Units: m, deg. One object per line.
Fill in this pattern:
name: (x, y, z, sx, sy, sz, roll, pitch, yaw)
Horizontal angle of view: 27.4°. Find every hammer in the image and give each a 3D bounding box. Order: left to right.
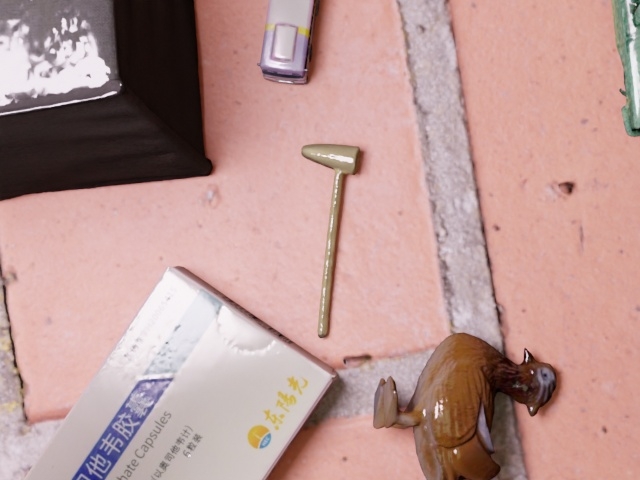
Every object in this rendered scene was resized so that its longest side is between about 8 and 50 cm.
hammer: (0.000, 0.000, 1.318, 0.060, 0.028, 0.195, 6, 90, 10)

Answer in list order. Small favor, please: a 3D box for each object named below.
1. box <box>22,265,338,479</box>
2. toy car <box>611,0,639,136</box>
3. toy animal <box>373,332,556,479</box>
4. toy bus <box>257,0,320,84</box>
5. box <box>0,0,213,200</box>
box: (-0.159, 0.219, 1.302, 0.200, 0.065, 0.343, 34, 91, 4)
toy car: (0.343, -0.264, 1.261, 0.141, 0.097, 0.321, -5, 89, 4)
toy animal: (0.143, 0.184, 1.276, 0.179, 0.089, 0.188, 4, 83, -10)
toy bus: (-0.030, -0.210, 1.309, 0.052, 0.058, 0.102, 8, 88, 5)
box: (-0.259, -0.171, 1.188, 0.251, 0.345, 0.205, -7, 82, 5)
